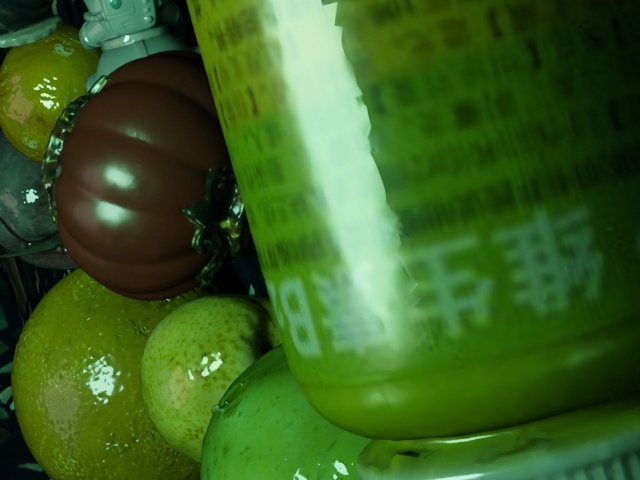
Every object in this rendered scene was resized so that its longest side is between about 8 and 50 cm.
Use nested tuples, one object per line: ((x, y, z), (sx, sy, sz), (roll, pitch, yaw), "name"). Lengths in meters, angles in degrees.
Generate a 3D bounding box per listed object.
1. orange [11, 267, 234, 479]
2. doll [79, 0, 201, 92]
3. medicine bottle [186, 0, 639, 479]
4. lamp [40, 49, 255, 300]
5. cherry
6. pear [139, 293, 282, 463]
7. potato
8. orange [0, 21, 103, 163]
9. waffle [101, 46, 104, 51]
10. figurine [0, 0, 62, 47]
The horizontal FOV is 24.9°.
((-0.190, 0.147, 1.521), (0.274, 0.274, 0.274), (164, 90, -72), "orange")
((-0.190, -0.237, 1.394), (0.151, 0.151, 0.287), (18, 126, 68), "doll")
((0.085, 0.001, 0.660), (0.224, 0.224, 0.384), (171, 83, -72), "medicine bottle")
((-0.147, -0.060, 1.289), (0.227, 0.227, 0.227), (164, 90, -72), "lamp")
((-0.352, -0.063, 1.920), (0.213, 0.183, 0.266), (57, -151, -57), "cherry")
((-0.080, 0.122, 1.333), (0.178, 0.178, 0.178), (164, 90, -72), "pear")
((0.015, 0.170, 1.038), (0.304, 0.215, 0.216), (151, 102, -80), "potato")
((-0.319, -0.178, 1.766), (0.177, 0.155, 0.178), (-52, 23, 33), "orange")
((-0.212, -0.189, 1.621), (0.214, 0.054, 0.208), (163, 93, -75), "waffle")
((-0.371, -0.389, 1.524), (0.211, 0.253, 0.361), (123, 153, -53), "figurine")
